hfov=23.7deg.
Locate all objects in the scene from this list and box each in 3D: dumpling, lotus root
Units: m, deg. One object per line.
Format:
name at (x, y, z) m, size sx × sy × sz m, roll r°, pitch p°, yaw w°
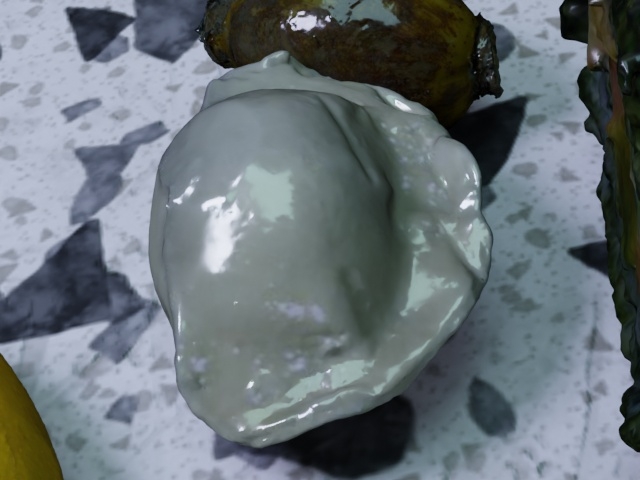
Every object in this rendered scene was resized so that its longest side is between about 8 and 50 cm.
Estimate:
dumpling at (0.000, 0.000, 0.855) m, size 0.193 × 0.147 × 0.258 m, roll 5°, pitch 56°, yaw 8°
lotus root at (0.015, -0.123, 0.983) m, size 0.210 × 0.120 × 0.120 m, roll 10°, pitch 51°, yaw 16°

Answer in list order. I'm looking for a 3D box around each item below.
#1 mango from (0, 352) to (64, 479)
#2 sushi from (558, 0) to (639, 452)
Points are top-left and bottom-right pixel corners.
mango at (-0.223, 0.137, 0.795) m, size 0.176 × 0.119 × 0.317 m, roll -21°, pitch 50°, yaw -19°
sushi at (0.222, -0.054, 0.762) m, size 0.178 × 0.294 × 0.352 m, roll -3°, pitch 49°, yaw 5°
